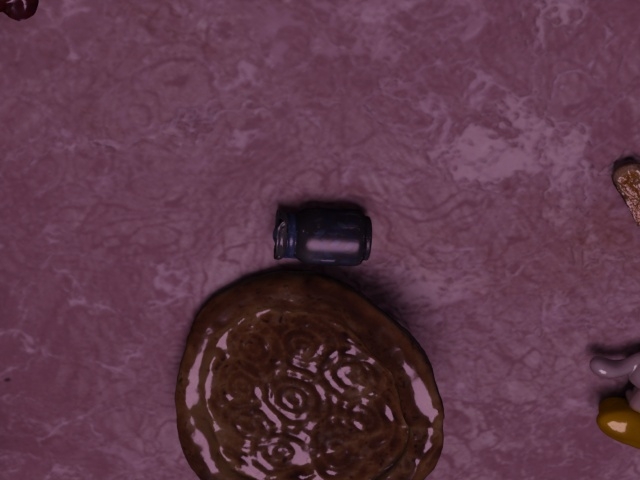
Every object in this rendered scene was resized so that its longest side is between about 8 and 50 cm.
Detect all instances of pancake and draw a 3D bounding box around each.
[{"bbox_3d":[-0.016,0.143,1.411,0.250,0.031,0.250,5,107,16],"label":"pancake"}]

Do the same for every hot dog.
[{"bbox_3d":[0.283,-0.032,1.373,0.030,0.034,0.090,-27,106,27],"label":"hot dog"}]

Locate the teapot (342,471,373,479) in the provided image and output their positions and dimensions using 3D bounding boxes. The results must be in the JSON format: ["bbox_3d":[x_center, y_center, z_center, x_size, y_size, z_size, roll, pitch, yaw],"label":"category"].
[{"bbox_3d":[0.039,0.222,1.513,0.108,0.149,0.111,-11,90,19],"label":"teapot"}]

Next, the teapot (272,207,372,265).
[{"bbox_3d":[0.000,-0.004,1.364,0.083,0.063,0.049,4,94,-5],"label":"teapot"}]

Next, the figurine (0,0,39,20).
[{"bbox_3d":[-0.377,-0.156,1.119,0.323,0.196,0.320,-6,91,11],"label":"figurine"}]

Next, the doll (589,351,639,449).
[{"bbox_3d":[0.306,0.142,1.487,0.135,0.071,0.113,32,110,-20],"label":"doll"}]
